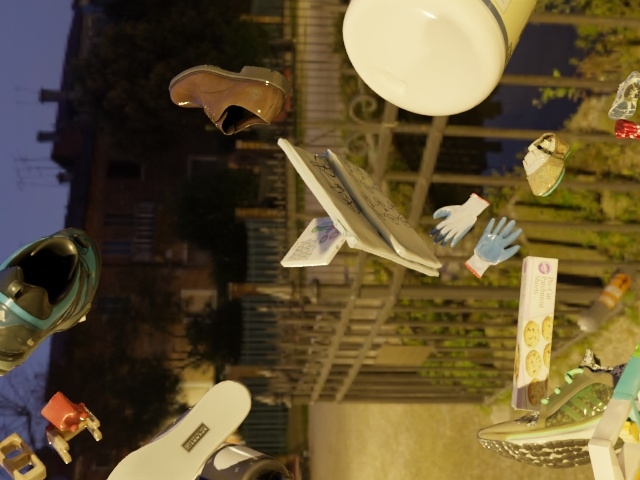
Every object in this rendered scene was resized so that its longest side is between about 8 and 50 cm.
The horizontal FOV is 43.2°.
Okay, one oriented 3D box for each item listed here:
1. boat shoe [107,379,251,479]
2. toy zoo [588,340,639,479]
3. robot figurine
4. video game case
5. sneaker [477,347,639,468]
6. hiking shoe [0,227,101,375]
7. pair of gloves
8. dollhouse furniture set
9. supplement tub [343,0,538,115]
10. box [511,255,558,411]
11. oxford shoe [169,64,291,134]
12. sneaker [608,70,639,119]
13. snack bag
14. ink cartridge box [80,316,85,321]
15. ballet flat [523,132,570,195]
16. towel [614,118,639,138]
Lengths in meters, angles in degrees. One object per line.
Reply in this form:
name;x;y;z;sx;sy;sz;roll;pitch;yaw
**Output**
boat shoe;-0.183;0.269;1.038;0.228;0.080;0.076;-46;-5;-20
toy zoo;0.450;0.288;1.143;0.293;0.030;0.192;-46;-58;-37
robot figurine;-0.182;0.567;1.875;0.209;0.278;0.174;48;-118;-34
video game case;0.000;0.000;1.780;0.157;0.019;0.143;-5;41;51
sneaker;0.482;0.294;1.464;0.158;0.410;0.182;51;-151;-47
hiking shoe;-0.323;0.047;0.991;0.132;0.113;0.304;-47;13;19
pair of gloves;0.349;-0.018;1.827;0.198;0.159;0.023;42;169;20
dollhouse furniture set;-0.669;0.433;1.723;0.152;0.374;0.201;38;142;24
supplement tub;0.199;-0.369;1.190;0.325;0.235;0.235;-59;-12;-31
box;0.452;0.197;1.707;0.063;0.067;0.324;61;-144;-83
oxford shoe;-0.158;-0.216;1.255;0.083;0.227;0.096;35;-111;-50
sneaker;0.692;-0.326;1.821;0.135;0.052;0.058;105;178;-57
snack bag;0.082;-0.075;1.655;0.037;0.342;0.323;-46;56;18
ink cartridge box;-0.662;0.156;1.820;0.206;0.208;0.045;27;123;53
ballet flat;0.653;-0.232;2.366;0.348;0.123;0.123;-47;-35;-56
towel;0.706;-0.192;1.552;0.199;0.274;0.031;-33;-45;-69
